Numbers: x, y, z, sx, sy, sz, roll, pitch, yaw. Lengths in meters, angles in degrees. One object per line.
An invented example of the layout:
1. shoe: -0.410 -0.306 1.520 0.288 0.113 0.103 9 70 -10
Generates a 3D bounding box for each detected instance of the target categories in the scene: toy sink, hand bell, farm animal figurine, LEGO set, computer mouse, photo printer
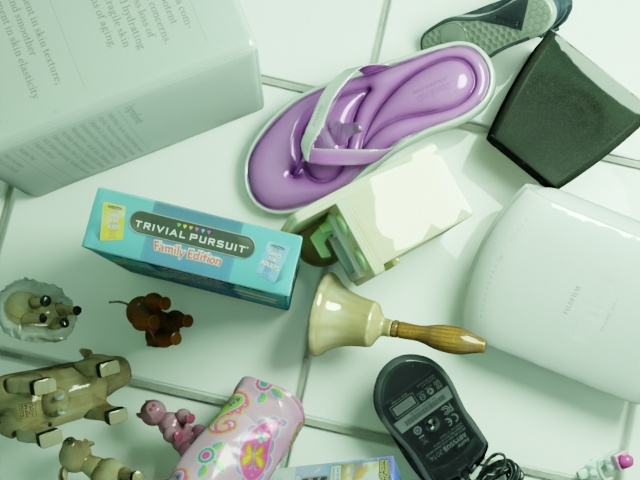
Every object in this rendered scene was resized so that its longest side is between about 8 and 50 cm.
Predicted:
1. toy sink: 0.079 -0.020 1.376 0.234 0.153 0.131 -27 85 -12
2. hand bell: 0.116 0.129 1.353 0.241 0.126 0.126 11 82 16
3. farm animal figurine: -0.324 0.231 1.330 0.326 0.172 0.331 11 81 -42
4. LEGO set: 0.458 0.453 1.365 0.132 0.107 0.287 -29 85 -5
5. computer mouse: 0.162 0.289 1.400 0.188 0.072 0.272 -29 97 -7
6. photo printer: 0.372 0.072 1.372 0.307 0.107 0.256 23 109 1

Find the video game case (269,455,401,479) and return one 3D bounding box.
1. video game case: -0.012 0.431 1.274 0.244 0.061 0.270 -10 44 13

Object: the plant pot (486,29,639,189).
1. plant pot: 0.350 -0.178 1.412 0.187 0.188 0.167 40 97 3

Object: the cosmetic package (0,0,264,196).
1. cosmetic package: -0.318 -0.296 1.322 0.393 0.327 0.330 -21 84 -4

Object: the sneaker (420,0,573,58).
1. sneaker: 0.280 -0.337 1.472 0.226 0.163 0.086 -10 108 35

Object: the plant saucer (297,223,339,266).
1. plant saucer: 0.000 0.000 1.452 0.083 0.015 0.084 0 83 -2

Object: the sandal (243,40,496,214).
1. sandal: 0.060 -0.184 1.407 0.416 0.102 0.169 -30 82 6

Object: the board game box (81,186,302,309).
1. board game box: -0.156 0.020 1.283 0.253 0.336 0.079 14 82 -1

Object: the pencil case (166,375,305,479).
1. pencil case: -0.137 0.316 1.303 0.124 0.124 0.284 36 59 3
